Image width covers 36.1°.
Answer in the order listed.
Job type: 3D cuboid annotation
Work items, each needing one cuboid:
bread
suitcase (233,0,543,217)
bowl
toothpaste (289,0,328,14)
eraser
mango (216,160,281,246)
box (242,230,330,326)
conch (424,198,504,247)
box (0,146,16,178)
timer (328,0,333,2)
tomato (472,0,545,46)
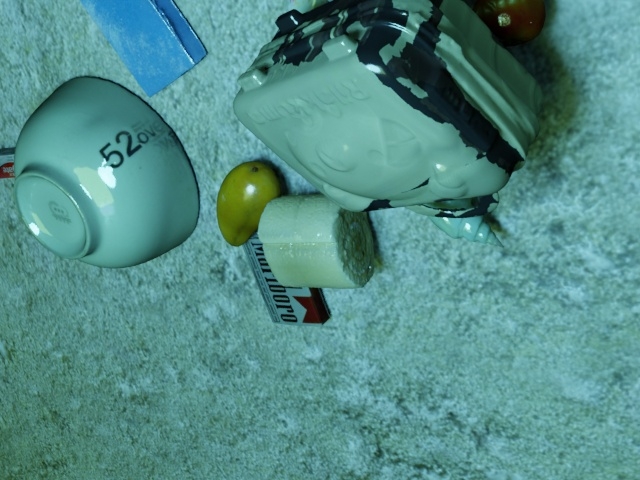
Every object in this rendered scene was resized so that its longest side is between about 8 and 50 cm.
[{"bbox_3d":[0.000,0.000,1.499,0.141,0.134,0.148,1,133,32],"label":"bread"},{"bbox_3d":[0.096,-0.144,1.216,0.339,0.194,0.351,40,156,-27],"label":"suitcase"},{"bbox_3d":[-0.404,-0.087,1.702,0.354,0.185,0.354,20,132,24],"label":"bowl"},{"bbox_3d":[-0.004,-0.276,1.354,0.058,0.056,0.314,-11,119,-3],"label":"toothpaste"},{"bbox_3d":[-0.308,-0.381,1.506,0.144,0.042,0.312,-23,106,46],"label":"eraser"},{"bbox_3d":[-0.119,-0.060,1.581,0.102,0.085,0.184,54,148,14],"label":"mango"},{"bbox_3d":[-0.060,0.063,1.665,0.115,0.036,0.177,0,122,37],"label":"box"},{"bbox_3d":[0.186,-0.043,1.385,0.180,0.088,0.065,40,94,15],"label":"conch"},{"bbox_3d":[-0.628,-0.151,1.931,0.218,0.039,0.055,1,121,37],"label":"box"},{"bbox_3d":[0.068,-0.337,1.216,0.136,0.099,0.136,14,139,13],"label":"timer"},{"bbox_3d":[0.222,-0.269,1.160,0.087,0.087,0.075,-5,85,40],"label":"tomato"}]
